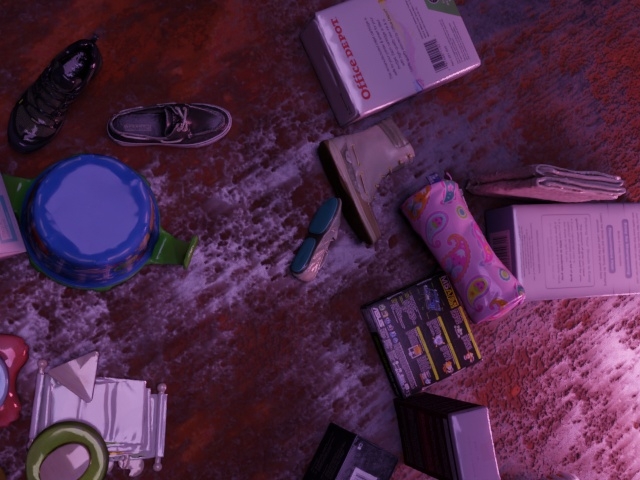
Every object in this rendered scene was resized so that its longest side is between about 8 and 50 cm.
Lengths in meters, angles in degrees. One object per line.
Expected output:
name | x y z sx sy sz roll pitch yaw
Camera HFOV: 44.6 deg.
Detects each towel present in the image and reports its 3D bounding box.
towel | 0.412 -0.104 1.451 0.187 0.282 0.049 7 88 -16

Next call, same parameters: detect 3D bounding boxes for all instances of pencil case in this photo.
pencil case | 0.264 0.015 1.450 0.124 0.124 0.284 -26 77 -17

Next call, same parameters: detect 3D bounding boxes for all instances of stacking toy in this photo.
stacking toy | -0.479 0.300 1.206 0.279 0.130 0.309 -2 86 -10

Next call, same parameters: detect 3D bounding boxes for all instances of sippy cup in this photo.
sippy cup | -0.361 -0.038 1.236 0.305 0.224 0.240 -15 91 -18

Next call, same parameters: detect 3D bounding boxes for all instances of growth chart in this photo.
growth chart | -0.372 0.303 1.312 0.237 0.021 0.172 13 83 -16

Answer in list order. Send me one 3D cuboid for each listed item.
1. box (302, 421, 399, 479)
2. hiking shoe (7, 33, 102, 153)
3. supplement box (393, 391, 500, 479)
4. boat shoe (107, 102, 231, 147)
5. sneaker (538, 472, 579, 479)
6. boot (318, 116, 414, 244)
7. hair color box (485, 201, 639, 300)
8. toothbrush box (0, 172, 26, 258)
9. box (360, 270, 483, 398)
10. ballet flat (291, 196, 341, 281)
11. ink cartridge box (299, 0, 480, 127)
box | 0.042 0.417 1.360 0.093 0.158 0.156 30 78 -12
hiking shoe | -0.443 -0.248 1.284 0.086 0.114 0.227 32 77 -12
supplement box | 0.216 0.348 1.377 0.073 0.239 0.130 -9 89 -19
boat shoe | -0.259 -0.201 1.360 0.219 0.070 0.077 -9 89 -18
sneaker | 0.431 0.543 1.516 0.215 0.084 0.083 -46 101 -6
boot | 0.109 -0.114 1.467 0.165 0.077 0.213 -24 90 -19
hair color box | 0.527 0.021 1.566 0.374 0.113 0.185 -2 87 -17
toothbrush box | -0.607 -0.037 1.131 0.295 0.126 0.216 -18 91 23
box | 0.194 0.177 1.487 0.184 0.045 0.190 -23 92 -20
ballet flat | 0.000 0.000 1.443 0.052 0.057 0.168 37 78 -40
ink cartridge box | 0.129 -0.361 1.469 0.278 0.117 0.201 -26 93 -18
